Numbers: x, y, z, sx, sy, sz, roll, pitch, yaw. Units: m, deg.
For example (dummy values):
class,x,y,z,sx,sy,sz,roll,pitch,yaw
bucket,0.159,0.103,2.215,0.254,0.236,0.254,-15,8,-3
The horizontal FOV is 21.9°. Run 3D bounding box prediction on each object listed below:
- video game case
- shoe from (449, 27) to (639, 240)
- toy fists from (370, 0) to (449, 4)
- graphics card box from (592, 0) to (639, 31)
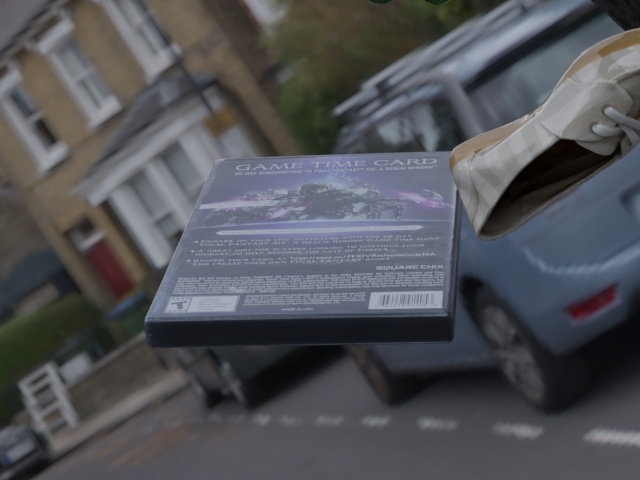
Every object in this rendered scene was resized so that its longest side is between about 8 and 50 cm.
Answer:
class,x,y,z,sx,sy,sz,roll,pitch,yaw
video game case,0.000,0.000,1.156,0.196,0.026,0.274,-1,24,7
shoe,0.161,-0.062,1.009,0.076,0.058,0.219,17,-30,-29
toy fists,0.001,-0.239,0.899,0.096,0.279,0.142,8,66,53
graphics card box,0.338,-0.315,1.129,0.371,0.094,0.233,-46,-6,-10
